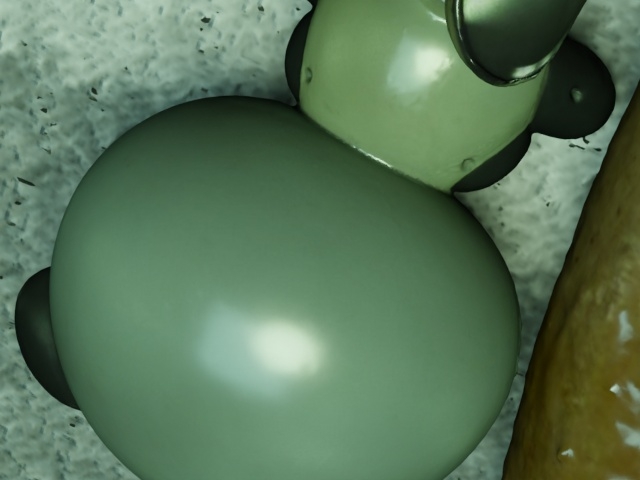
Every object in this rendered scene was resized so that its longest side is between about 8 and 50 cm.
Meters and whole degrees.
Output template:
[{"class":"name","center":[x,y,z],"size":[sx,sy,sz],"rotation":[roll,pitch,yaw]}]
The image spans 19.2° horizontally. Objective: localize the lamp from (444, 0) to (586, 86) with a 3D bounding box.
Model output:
[{"class":"lamp","center":[0.013,-0.219,0.687],"size":[0.283,0.203,0.124],"rotation":[34,156,11]}]

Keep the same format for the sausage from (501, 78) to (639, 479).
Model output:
[{"class":"sausage","center":[0.140,0.107,0.785],"size":[0.136,0.123,0.501],"rotation":[-4,116,-30]}]

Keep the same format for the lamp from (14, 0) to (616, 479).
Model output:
[{"class":"lamp","center":[0.000,0.000,0.773],"size":[0.197,0.198,0.244],"rotation":[30,93,4]}]
